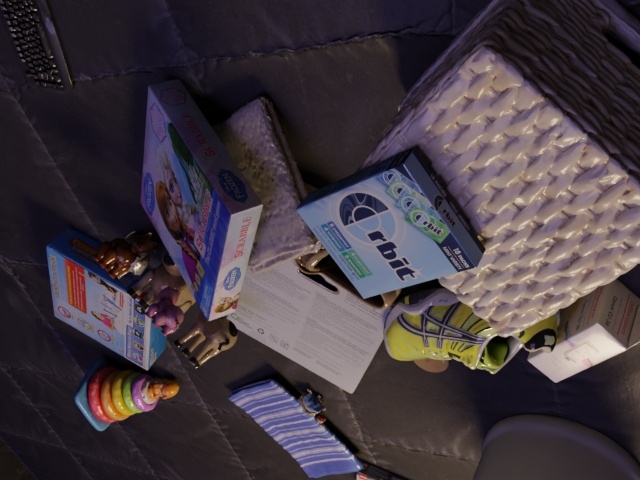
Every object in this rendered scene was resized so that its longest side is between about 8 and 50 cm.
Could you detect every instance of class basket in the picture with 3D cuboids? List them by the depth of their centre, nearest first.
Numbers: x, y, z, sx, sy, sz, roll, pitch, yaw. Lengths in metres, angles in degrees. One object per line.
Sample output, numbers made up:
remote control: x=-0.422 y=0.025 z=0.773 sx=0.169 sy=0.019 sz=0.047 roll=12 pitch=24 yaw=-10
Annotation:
basket: x=0.265 y=-0.109 z=0.935 sx=0.328 sy=0.266 sz=0.331 roll=40 pitch=138 yaw=-5

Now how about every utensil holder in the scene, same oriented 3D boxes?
utensil holder: x=0.414 y=0.585 z=1.412 sx=0.327 sy=0.385 sz=0.327 roll=19 pitch=138 yaw=18

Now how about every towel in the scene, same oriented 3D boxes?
towel: x=-0.105 y=-0.091 z=1.298 sx=0.187 sy=0.049 sz=0.282 roll=-22 pitch=87 yaw=42
towel: x=-0.067 y=0.488 z=1.906 sx=0.336 sy=0.040 sz=0.243 roll=46 pitch=143 yaw=-12

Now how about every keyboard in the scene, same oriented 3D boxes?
keyboard: x=-0.584 y=-0.429 z=1.393 sx=0.201 sy=0.033 sz=0.317 roll=16 pitch=136 yaw=22

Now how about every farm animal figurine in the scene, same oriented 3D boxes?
farm animal figurine: x=-0.302 y=0.098 z=1.578 sx=0.330 sy=0.172 sz=0.327 roll=48 pitch=168 yaw=-2

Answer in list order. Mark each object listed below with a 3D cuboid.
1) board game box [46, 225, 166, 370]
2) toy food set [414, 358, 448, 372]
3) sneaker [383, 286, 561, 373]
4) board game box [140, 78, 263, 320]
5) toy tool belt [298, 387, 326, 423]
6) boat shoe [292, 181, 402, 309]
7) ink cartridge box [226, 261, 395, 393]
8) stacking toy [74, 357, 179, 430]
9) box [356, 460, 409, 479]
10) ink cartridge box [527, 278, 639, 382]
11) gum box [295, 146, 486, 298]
board game box: x=-0.532 y=0.151 z=1.879 sx=0.302 sy=0.086 sz=0.308 roll=29 pitch=140 yaw=9
toy food set: x=0.217 y=0.232 z=1.487 sx=0.083 sy=0.020 sz=0.082 roll=23 pitch=139 yaw=14
sneaker: x=0.238 y=0.157 z=1.271 sx=0.145 sy=0.147 sz=0.385 roll=14 pitch=151 yaw=-28
board game box: x=-0.231 y=-0.068 z=1.356 sx=0.318 sy=0.066 sz=0.318 roll=55 pitch=147 yaw=27
toy tool belt: x=-0.013 y=0.395 z=1.780 sx=0.083 sy=0.052 sz=0.051 roll=48 pitch=136 yaw=15
boat shoe: x=0.000 y=0.000 z=1.339 sx=0.341 sy=0.110 sz=0.121 roll=30 pitch=140 yaw=10
ink cartridge box: x=-0.020 y=0.136 z=1.523 sx=0.324 sy=0.071 sz=0.330 roll=29 pitch=136 yaw=7
stacking toy: x=-0.525 y=0.432 z=2.124 sx=0.302 sy=0.175 sz=0.166 roll=-11 pitch=124 yaw=24
box: x=0.192 y=0.641 z=1.890 sx=0.207 sy=0.036 sz=0.114 roll=17 pitch=137 yaw=21
ink cartridge box: x=0.428 y=0.133 z=1.171 sx=0.067 sy=0.115 sz=0.198 roll=40 pitch=139 yaw=-5
gum box: x=0.083 y=-0.014 z=0.914 sx=0.184 sy=0.041 sz=0.157 roll=-20 pitch=114 yaw=43
